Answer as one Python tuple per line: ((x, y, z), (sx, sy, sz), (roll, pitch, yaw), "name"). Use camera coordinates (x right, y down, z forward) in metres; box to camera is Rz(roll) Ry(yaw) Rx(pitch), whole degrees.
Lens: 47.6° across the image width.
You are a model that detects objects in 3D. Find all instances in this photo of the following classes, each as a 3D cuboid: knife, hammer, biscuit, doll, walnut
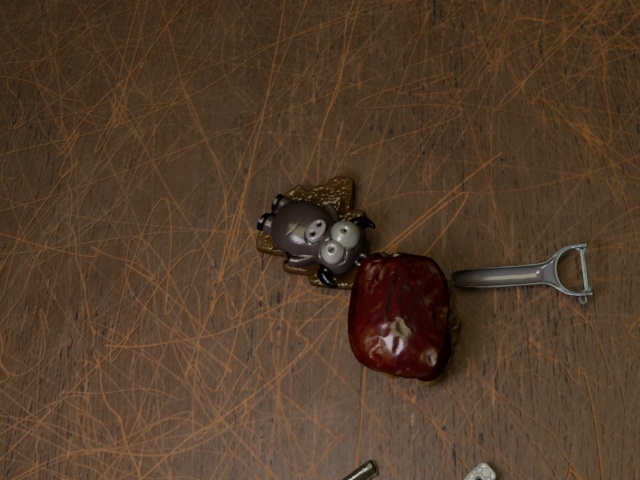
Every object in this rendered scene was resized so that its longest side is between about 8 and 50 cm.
((0.412, 0.081, 1.498), (0.278, 0.053, 0.123), (-6, 70, 16), "knife")
((-0.011, 0.533, 1.448), (0.297, 0.027, 0.125), (-34, 66, 1), "hammer")
((0.000, 0.001, 1.667), (0.278, 0.043, 0.301), (-31, 64, 0), "biscuit")
((-0.007, -0.011, 1.585), (0.257, 0.117, 0.182), (27, 74, 25), "doll")
((0.180, 0.150, 1.461), (0.244, 0.222, 0.269), (11, 75, -12), "walnut")

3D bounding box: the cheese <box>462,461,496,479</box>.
((0.226, 0.513, 1.371), (0.255, 0.050, 0.127), (-42, 60, -5), "cheese")
